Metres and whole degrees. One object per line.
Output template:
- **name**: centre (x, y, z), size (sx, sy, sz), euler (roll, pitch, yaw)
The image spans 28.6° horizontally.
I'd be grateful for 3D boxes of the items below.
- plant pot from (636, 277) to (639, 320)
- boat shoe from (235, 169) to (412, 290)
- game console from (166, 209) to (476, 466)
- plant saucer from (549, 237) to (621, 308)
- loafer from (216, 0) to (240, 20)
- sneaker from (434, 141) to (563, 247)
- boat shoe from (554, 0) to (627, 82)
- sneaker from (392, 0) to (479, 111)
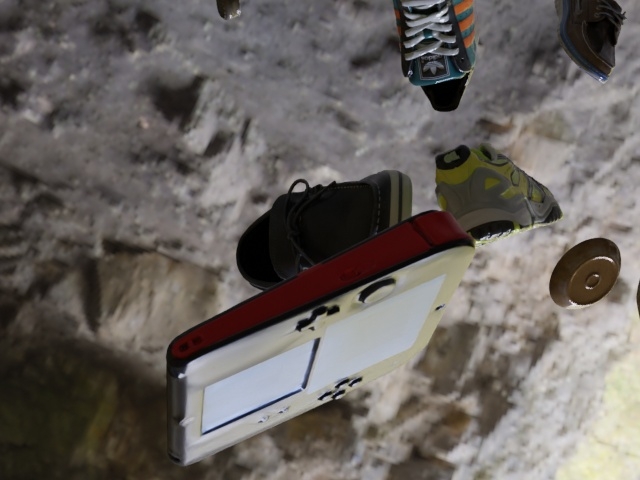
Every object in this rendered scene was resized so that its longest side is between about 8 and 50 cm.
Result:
- **plant pot**: centre (0.574, 0.088, 1.625), size (0.334, 0.333, 0.305), euler (-2, 172, 38)
- **boat shoe**: centre (0.000, 0.000, 1.998), size (0.156, 0.186, 0.500), euler (8, 168, -23)
- **game console**: centre (-0.009, 0.120, 1.372), size (0.060, 0.342, 0.386), euler (57, 161, 19)
- **plant saucer**: centre (0.265, 0.036, 1.241), size (0.083, 0.083, 0.015), euler (48, -177, -40)
- **loafer**: centre (-0.113, -0.340, 1.614), size (0.050, 0.148, 0.056), euler (-8, 140, -3)
- **sneaker**: centre (0.265, -0.075, 1.868), size (0.145, 0.147, 0.385), euler (-20, 177, 15)
- **boat shoe**: centre (0.316, -0.254, 1.460), size (0.066, 0.183, 0.066), euler (29, 124, -25)
- **sneaker**: centre (0.148, -0.268, 1.591), size (0.108, 0.121, 0.302), euler (-2, 158, 17)
